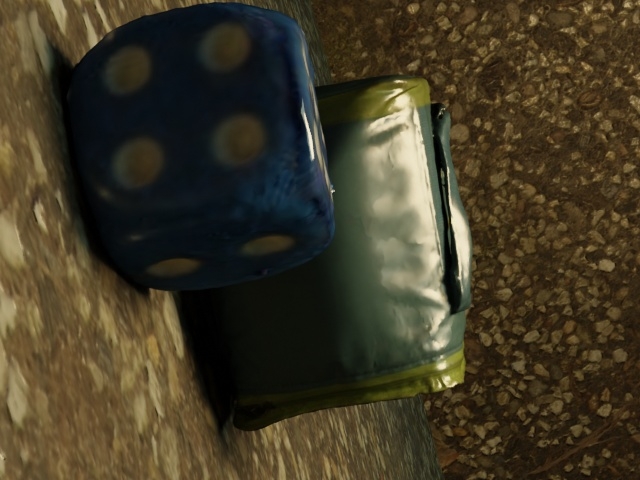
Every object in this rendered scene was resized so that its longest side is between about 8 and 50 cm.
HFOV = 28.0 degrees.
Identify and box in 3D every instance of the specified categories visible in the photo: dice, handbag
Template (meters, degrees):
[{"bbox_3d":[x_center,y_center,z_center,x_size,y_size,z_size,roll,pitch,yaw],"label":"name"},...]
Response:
[{"bbox_3d":[-0.069,-0.054,0.804,0.143,0.146,0.146,65,15,-70],"label":"dice"},{"bbox_3d":[0.009,-0.002,1.025,0.263,0.222,0.241,-77,157,-82],"label":"handbag"}]
